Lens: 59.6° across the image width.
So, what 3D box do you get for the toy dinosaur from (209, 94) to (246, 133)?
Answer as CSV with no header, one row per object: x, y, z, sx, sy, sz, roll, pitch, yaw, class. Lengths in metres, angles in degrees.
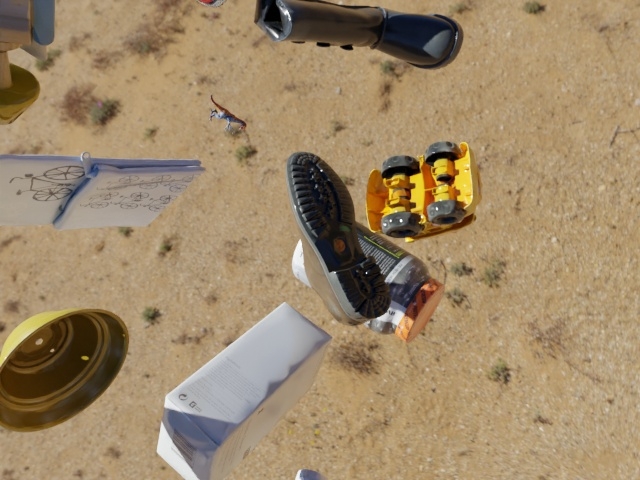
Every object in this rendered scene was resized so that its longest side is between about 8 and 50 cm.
-0.208,-0.278,1.263,0.082,0.090,0.047,1,28,-5,toy dinosaur

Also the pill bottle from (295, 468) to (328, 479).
-0.041,0.601,1.213,0.103,0.103,0.184,-7,38,27,pill bottle

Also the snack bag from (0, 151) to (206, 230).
-0.407,-0.070,0.925,0.323,0.342,0.037,-24,74,51,snack bag

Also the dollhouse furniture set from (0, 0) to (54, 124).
-0.331,-0.177,0.367,0.198,0.286,0.303,-61,39,45,dollhouse furniture set

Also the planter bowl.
-0.415,0.176,0.862,0.090,0.217,0.217,32,85,28,planter bowl

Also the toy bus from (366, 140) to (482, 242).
0.231,-0.072,1.086,0.220,0.211,0.150,-15,62,38,toy bus

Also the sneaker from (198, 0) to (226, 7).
-0.237,-0.681,1.361,0.279,0.118,0.107,-33,57,39,sneaker

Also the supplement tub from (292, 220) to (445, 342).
0.116,0.088,1.361,0.338,0.207,0.207,33,85,24,supplement tub

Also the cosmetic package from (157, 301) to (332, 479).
-0.158,0.332,1.228,0.156,0.217,0.385,35,42,19,cosmetic package

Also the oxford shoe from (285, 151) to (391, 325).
0.000,0.000,0.687,0.096,0.082,0.227,-40,65,56,oxford shoe

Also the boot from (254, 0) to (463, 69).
0.094,-0.557,1.461,0.367,0.445,0.146,34,119,49,boot
